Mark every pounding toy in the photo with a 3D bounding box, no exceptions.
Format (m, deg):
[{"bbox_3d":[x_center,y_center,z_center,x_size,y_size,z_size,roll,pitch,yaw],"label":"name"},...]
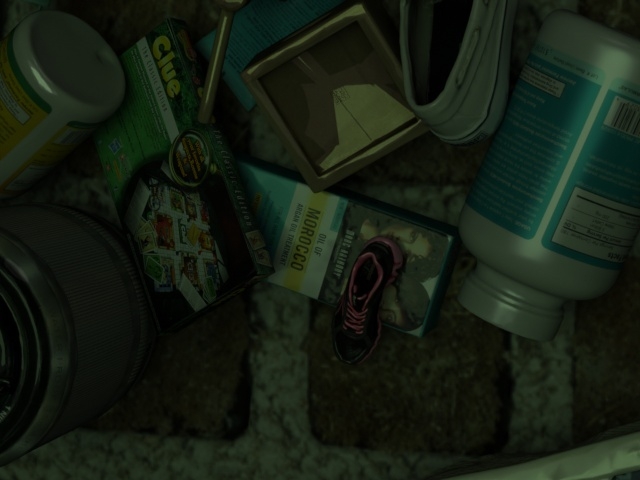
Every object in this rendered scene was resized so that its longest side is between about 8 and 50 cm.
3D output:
[{"bbox_3d":[-0.023,-0.155,1.406,0.181,0.094,0.206,-29,102,16],"label":"pounding toy"}]

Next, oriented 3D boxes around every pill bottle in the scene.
[{"bbox_3d":[-0.286,-0.112,1.476,0.208,0.117,0.117,-37,85,34],"label":"pill bottle"},{"bbox_3d":[0.209,-0.051,1.342,0.146,0.146,0.264,26,102,12],"label":"pill bottle"}]

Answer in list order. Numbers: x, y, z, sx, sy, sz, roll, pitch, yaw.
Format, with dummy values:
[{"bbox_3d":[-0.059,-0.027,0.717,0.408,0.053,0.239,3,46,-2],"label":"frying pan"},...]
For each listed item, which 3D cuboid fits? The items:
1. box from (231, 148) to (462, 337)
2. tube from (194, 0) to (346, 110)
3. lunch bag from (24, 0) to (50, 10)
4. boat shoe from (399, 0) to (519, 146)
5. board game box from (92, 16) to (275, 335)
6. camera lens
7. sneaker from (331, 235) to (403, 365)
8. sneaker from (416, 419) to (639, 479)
[{"bbox_3d":[0.000,0.000,1.450,0.244,0.060,0.100,19,101,13],"label":"box"},{"bbox_3d":[-0.021,-0.214,1.444,0.207,0.052,0.080,-41,84,21],"label":"tube"},{"bbox_3d":[-0.317,-0.356,1.454,0.262,0.160,0.223,26,101,18],"label":"lunch bag"},{"bbox_3d":[0.109,-0.215,1.339,0.096,0.088,0.267,-3,71,34],"label":"boat shoe"},{"bbox_3d":[-0.136,-0.058,1.446,0.136,0.030,0.259,-32,70,35],"label":"board game box"},{"bbox_3d":[-0.283,0.079,1.426,0.219,0.274,0.219,2,96,15],"label":"camera lens"},{"bbox_3d":[0.034,0.055,1.384,0.047,0.057,0.119,18,103,12],"label":"sneaker"},{"bbox_3d":[0.199,0.256,1.383,0.350,0.131,0.148,-15,87,16],"label":"sneaker"}]
